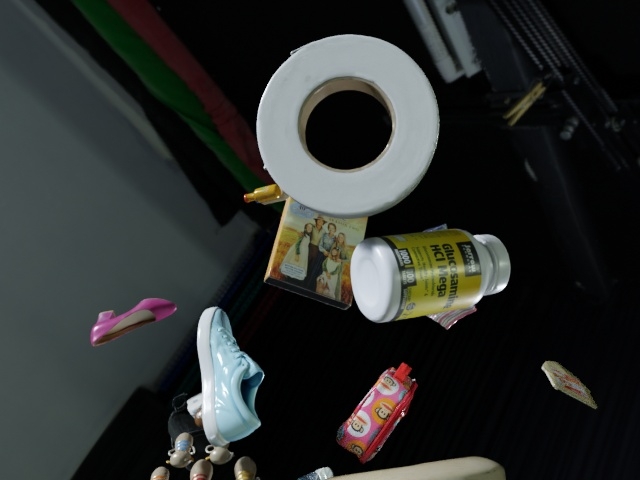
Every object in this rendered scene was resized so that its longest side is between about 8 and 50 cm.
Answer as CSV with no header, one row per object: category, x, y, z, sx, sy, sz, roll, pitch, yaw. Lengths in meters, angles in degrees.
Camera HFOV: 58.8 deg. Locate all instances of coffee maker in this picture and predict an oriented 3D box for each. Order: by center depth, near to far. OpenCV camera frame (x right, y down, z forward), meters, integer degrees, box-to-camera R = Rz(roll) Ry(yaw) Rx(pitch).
coffee maker,-0.390,0.570,1.679,0.178,0.120,0.171,4,-57,64

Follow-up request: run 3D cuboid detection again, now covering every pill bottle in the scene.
pill bottle,0.253,0.071,1.289,0.333,0.188,0.188,-7,-6,-23

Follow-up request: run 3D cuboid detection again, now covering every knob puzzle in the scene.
knob puzzle,0.833,0.482,1.939,0.213,0.030,0.213,26,21,-11

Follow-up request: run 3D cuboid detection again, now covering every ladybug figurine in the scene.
ladybug figurine,0.190,0.539,1.141,0.449,0.162,0.305,1,-25,-23

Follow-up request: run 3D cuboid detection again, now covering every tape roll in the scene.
tape roll,0.056,-0.242,1.215,0.392,0.392,0.072,29,-1,9

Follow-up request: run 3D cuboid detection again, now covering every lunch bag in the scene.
lunch bag,0.167,0.443,1.527,0.120,0.258,0.293,34,3,14

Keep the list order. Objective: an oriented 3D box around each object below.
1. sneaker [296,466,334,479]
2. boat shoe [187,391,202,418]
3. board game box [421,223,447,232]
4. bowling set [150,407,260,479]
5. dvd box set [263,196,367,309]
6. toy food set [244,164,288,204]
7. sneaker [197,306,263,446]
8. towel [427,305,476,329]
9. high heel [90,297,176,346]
sneaker,0.001,0.772,1.549,0.283,0.122,0.110,-111,-163,-47
boat shoe,-0.334,0.473,1.604,0.063,0.066,0.184,67,-15,-2
board game box,0.427,0.049,2.011,0.194,0.060,0.194,146,-80,-82
bowling set,-0.298,0.526,1.380,0.287,0.200,0.154,-7,9,-6
dvd box set,0.000,0.000,1.990,0.307,0.421,0.062,21,-30,-13
toy food set,-0.142,-0.183,1.668,0.104,0.232,0.111,-11,-42,20
sneaker,-0.212,0.321,1.422,0.150,0.366,0.135,-18,-34,7
towel,0.463,0.249,2.053,0.197,0.144,0.029,33,28,-41
high heel,-0.539,0.240,1.640,0.244,0.117,0.082,-7,-52,-2
